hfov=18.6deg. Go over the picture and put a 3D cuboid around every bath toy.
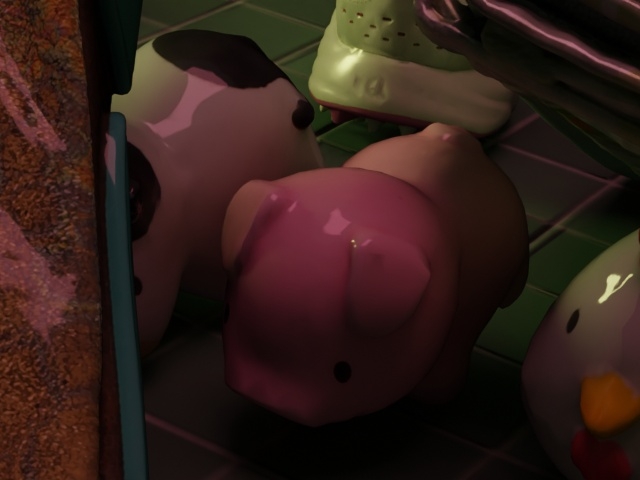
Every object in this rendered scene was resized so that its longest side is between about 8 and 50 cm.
[{"bbox_3d":[0.000,0.000,0.664,0.348,0.129,0.151,20,62,24],"label":"bath toy"}]

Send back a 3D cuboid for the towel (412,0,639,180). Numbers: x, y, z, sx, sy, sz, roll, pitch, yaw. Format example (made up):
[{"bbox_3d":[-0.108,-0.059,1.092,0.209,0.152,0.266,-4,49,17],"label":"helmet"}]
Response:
[{"bbox_3d":[0.229,-0.024,0.701,0.321,0.090,0.374,24,5,22],"label":"towel"}]

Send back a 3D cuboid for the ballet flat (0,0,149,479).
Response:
[{"bbox_3d":[-0.101,-0.045,0.572,0.123,0.123,0.348,3,68,-9],"label":"ballet flat"}]

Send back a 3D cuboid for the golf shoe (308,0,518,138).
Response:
[{"bbox_3d":[0.071,-0.156,0.985,0.115,0.140,0.306,8,25,4],"label":"golf shoe"}]
